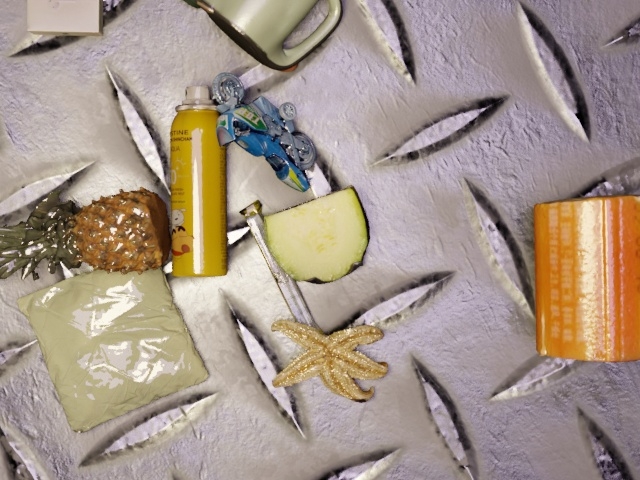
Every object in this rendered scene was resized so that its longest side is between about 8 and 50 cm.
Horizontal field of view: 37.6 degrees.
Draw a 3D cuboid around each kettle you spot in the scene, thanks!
[{"bbox_3d":[-0.062,-0.448,1.705,0.240,0.165,0.255,37,90,-31],"label":"kettle"}]

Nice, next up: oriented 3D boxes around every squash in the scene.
[{"bbox_3d":[-0.005,-0.014,1.762,0.192,0.085,0.184,-18,121,0],"label":"squash"}]

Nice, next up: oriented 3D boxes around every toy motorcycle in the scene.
[{"bbox_3d":[-0.107,-0.190,1.703,0.254,0.092,0.135,37,57,-25],"label":"toy motorcycle"}]

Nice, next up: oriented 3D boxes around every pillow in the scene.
[{"bbox_3d":[-0.384,0.183,1.739,0.274,0.076,0.280,-22,93,-4],"label":"pillow"}]

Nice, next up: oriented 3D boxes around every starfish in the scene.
[{"bbox_3d":[0.010,0.221,1.755,0.238,0.071,0.216,40,93,-7],"label":"starfish"}]

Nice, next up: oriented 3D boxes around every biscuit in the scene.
[{"bbox_3d":[-0.073,0.062,1.774,0.048,0.026,0.292,-25,93,-5],"label":"biscuit"}]

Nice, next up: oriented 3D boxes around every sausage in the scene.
[{"bbox_3d":[0.505,0.060,1.701,0.233,0.233,0.287,-1,93,-2],"label":"sausage"}]

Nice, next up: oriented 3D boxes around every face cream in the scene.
[{"bbox_3d":[-0.223,-0.109,1.724,0.105,0.105,0.348,0,92,-2],"label":"face cream"}]

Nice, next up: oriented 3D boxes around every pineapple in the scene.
[{"bbox_3d":[-0.454,-0.008,1.676,0.365,0.165,0.165,-5,92,8],"label":"pineapple"}]

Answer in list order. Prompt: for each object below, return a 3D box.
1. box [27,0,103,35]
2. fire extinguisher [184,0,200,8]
[{"bbox_3d":[-0.469,-0.446,1.731,0.129,0.051,0.130,1,91,-3],"label":"box"},{"bbox_3d":[-0.270,-0.587,1.719,0.095,0.114,0.311,-5,90,37],"label":"fire extinguisher"}]
